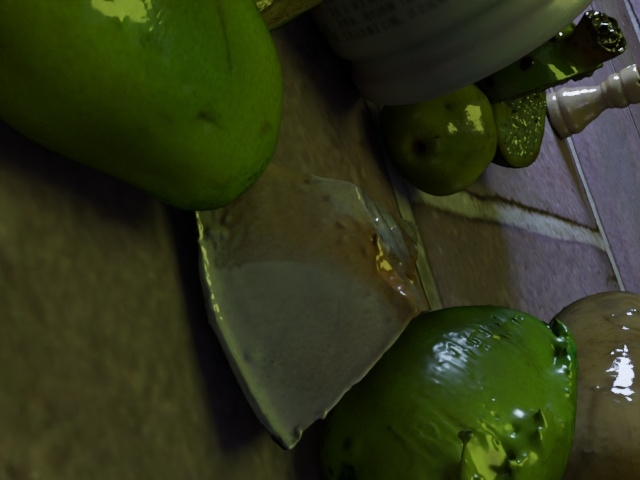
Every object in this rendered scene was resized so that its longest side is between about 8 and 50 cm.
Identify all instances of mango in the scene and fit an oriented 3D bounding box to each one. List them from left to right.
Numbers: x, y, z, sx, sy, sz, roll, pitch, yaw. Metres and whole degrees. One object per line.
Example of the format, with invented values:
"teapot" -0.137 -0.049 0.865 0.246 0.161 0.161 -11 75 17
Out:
"mango" -0.079 -0.085 0.399 0.163 0.089 0.117 33 55 -48
"mango" 0.074 0.095 0.516 0.178 0.119 0.100 -34 141 -46

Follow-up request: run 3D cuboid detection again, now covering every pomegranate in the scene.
"pomegranate" 0.182 -0.155 0.884 0.143 0.169 0.122 -22 63 -38

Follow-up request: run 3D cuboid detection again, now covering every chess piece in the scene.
"chess piece" 0.357 -0.183 1.275 0.066 0.122 0.066 42 36 -41

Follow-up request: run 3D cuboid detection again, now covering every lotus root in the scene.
"lotus root" 0.224 0.133 0.754 0.343 0.151 0.169 -56 136 -65

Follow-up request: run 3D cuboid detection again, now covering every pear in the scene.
"pear" 0.091 -0.083 0.734 0.092 0.092 0.097 59 28 -18

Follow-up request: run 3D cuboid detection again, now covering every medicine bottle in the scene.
"medicine bottle" 0.037 -0.269 0.644 0.316 0.202 0.202 56 29 -22

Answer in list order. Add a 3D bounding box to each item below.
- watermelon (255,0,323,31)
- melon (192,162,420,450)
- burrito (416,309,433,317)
"watermelon" -0.034 -0.156 0.535 0.181 0.092 0.075 -38 98 -28
"melon" -0.005 -0.001 0.487 0.139 0.093 0.202 49 24 -13
"burrito" 0.096 0.147 0.592 0.087 0.060 0.226 30 45 -50
